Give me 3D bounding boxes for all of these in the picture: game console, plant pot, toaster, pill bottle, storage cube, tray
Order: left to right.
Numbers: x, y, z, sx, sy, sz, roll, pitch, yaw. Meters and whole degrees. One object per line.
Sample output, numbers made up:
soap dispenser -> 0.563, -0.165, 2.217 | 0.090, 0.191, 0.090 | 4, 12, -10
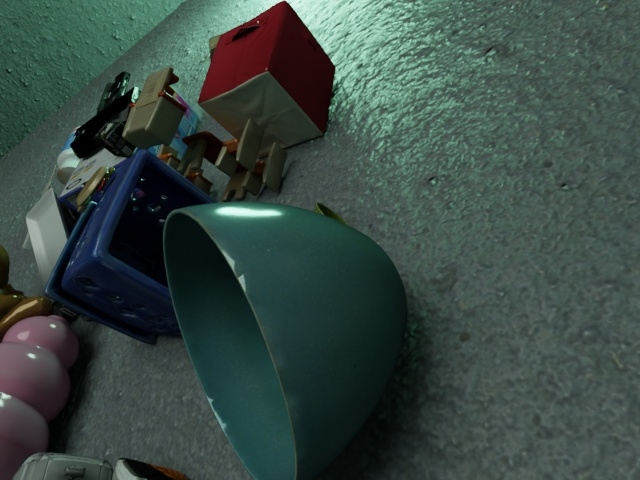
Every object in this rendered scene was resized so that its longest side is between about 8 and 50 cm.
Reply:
toaster -> -0.344, 0.373, 0.572 | 0.227, 0.129, 0.146 | -54, 29, 27
tray -> -0.670, 0.015, 1.160 | 0.145, 0.030, 0.270 | -35, 69, 26
pill bottle -> -0.701, -0.067, 1.276 | 0.219, 0.123, 0.123 | -15, 47, 31
pill bottle -> -0.805, -0.277, 1.546 | 0.124, 0.124, 0.221 | -27, 42, 19
game console -> -0.573, -0.377, 1.277 | 0.213, 0.044, 0.361 | -29, 42, 13
plant pot -> -0.300, 0.030, 0.778 | 0.212, 0.236, 0.236 | -25, 43, 29
storage cube -> -0.098, -0.313, 0.929 | 0.183, 0.215, 0.193 | -11, 56, 32
plant pot -> -0.022, 0.084, 0.498 | 0.195, 0.290, 0.290 | -19, 29, -30
plant pot -> 0.000, 0.000, 0.677 | 0.079, 0.083, 0.083 | -48, 38, 13

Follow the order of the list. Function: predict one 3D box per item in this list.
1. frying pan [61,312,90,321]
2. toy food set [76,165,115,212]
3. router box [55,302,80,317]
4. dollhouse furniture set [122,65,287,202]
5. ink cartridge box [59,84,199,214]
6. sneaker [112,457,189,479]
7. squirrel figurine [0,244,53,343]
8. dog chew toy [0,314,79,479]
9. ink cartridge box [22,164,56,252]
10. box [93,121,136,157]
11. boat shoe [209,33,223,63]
frying pan -> -0.534, 0.112, 1.043 | 0.326, 0.053, 0.197 | -27, 42, 14
toy food set -> -0.375, -0.088, 0.762 | 0.082, 0.020, 0.083 | -27, 39, 36
router box -> -0.458, 0.059, 0.957 | 0.133, 0.046, 0.179 | -20, 46, 20
dollhouse furniture set -> -0.230, -0.190, 0.887 | 0.262, 0.259, 0.135 | -3, 64, 36
ink cartridge box -> -0.494, -0.205, 1.202 | 0.270, 0.151, 0.395 | -21, 43, 24
sneaker -> -0.181, 0.342, 0.508 | 0.262, 0.099, 0.121 | 11, 67, 46
squirrel figurine -> -0.779, 0.118, 0.989 | 0.370, 0.281, 0.397 | 53, 140, 22
dog chew toy -> -0.542, 0.274, 0.796 | 0.206, 0.206, 0.332 | -20, 37, 26
ink cartridge box -> -0.849, -0.100, 1.428 | 0.225, 0.056, 0.181 | -53, 36, 19
box -> -0.456, -0.227, 1.031 | 0.083, 0.062, 0.052 | 15, 67, 44
boat shoe -> -0.193, -0.509, 1.270 | 0.342, 0.123, 0.123 | 9, 92, 38
